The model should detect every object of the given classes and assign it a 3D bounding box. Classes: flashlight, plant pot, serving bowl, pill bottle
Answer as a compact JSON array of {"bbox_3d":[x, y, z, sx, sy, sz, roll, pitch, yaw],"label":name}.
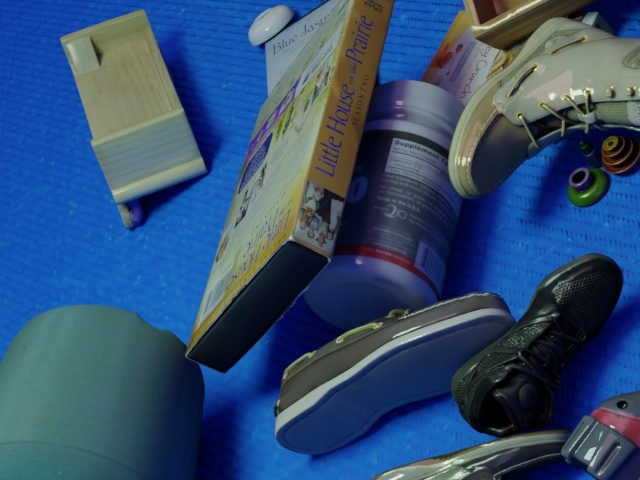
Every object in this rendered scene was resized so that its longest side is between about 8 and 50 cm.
[{"bbox_3d":[0.354,0.111,1.485,0.304,0.103,0.103,-54,33,-6],"label":"flashlight"},{"bbox_3d":[-0.288,0.275,1.837,0.341,0.341,0.334,-26,34,28],"label":"plant pot"},{"bbox_3d":[-0.080,-0.336,2.401,0.083,0.027,0.083,-34,20,14],"label":"serving bowl"},{"bbox_3d":[0.085,-0.041,1.856,0.161,0.161,0.283,-14,48,38],"label":"pill bottle"}]

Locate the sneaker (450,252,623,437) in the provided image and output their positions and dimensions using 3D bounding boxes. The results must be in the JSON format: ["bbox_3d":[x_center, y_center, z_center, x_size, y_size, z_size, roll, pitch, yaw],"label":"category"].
[{"bbox_3d":[0.232,0.117,1.597,0.227,0.087,0.130,-44,18,11],"label":"sneaker"}]

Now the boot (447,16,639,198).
[{"bbox_3d":[0.280,-0.139,1.734,0.203,0.095,0.262,17,59,47],"label":"boot"}]

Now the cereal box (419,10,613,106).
[{"bbox_3d":[0.232,-0.209,1.957,0.240,0.047,0.173,9,64,50],"label":"cereal box"}]

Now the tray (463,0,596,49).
[{"bbox_3d":[0.345,-0.408,1.853,0.411,0.076,0.202,-25,68,31],"label":"tray"}]

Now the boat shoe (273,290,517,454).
[{"bbox_3d":[0.077,0.131,1.748,0.324,0.117,0.096,-33,41,30],"label":"boat shoe"}]

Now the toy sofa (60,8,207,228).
[{"bbox_3d":[-0.286,-0.193,2.430,0.150,0.177,0.362,-21,37,-4],"label":"toy sofa"}]

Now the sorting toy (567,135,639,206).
[{"bbox_3d":[0.312,-0.088,1.764,0.102,0.042,0.061,-39,36,13],"label":"sorting toy"}]

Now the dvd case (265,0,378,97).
[{"bbox_3d":[-0.002,-0.255,2.268,0.180,0.022,0.253,-31,38,23],"label":"dvd case"}]

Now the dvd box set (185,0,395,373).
[{"bbox_3d":[-0.034,-0.080,1.898,0.307,0.062,0.420,-49,21,49],"label":"dvd box set"}]

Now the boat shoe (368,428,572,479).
[{"bbox_3d":[0.158,0.249,1.592,0.224,0.080,0.073,-18,73,18],"label":"boat shoe"}]
